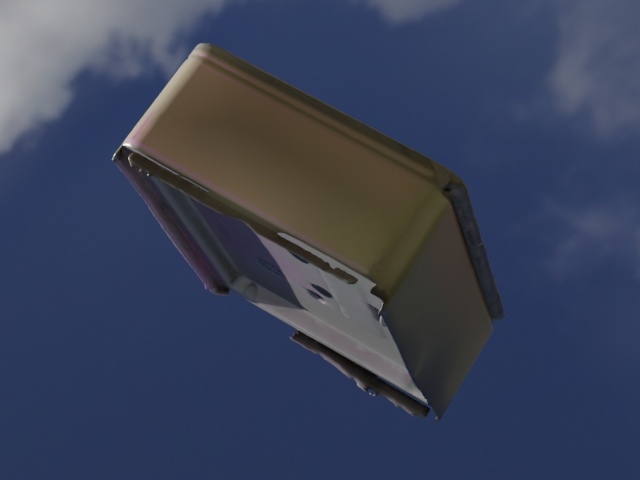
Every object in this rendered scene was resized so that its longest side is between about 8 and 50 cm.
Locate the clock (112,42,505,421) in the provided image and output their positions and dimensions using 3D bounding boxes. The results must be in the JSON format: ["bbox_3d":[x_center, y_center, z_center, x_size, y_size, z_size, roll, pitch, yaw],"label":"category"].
[{"bbox_3d":[0.000,0.000,0.899,0.147,0.192,0.071,29,-103,21],"label":"clock"}]
